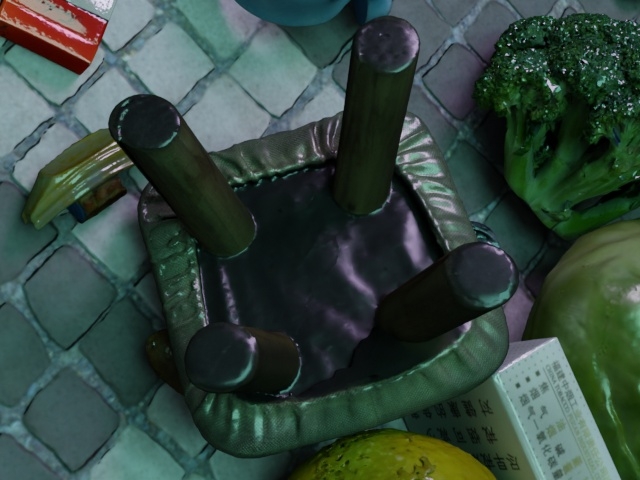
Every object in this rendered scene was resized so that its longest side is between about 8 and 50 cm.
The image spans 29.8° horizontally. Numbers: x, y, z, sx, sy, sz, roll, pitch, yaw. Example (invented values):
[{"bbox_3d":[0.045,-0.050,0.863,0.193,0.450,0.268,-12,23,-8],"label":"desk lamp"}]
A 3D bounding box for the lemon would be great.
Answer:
[{"bbox_3d":[0.077,0.315,1.127,0.258,0.258,0.310,-53,134,-23],"label":"lemon"}]

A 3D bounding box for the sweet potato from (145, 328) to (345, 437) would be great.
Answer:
[{"bbox_3d":[0.005,0.135,1.166,0.341,0.092,0.114,-2,98,-1],"label":"sweet potato"}]

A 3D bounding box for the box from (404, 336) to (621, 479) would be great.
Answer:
[{"bbox_3d":[0.216,0.271,1.231,0.095,0.210,0.330,-25,92,-26],"label":"box"}]

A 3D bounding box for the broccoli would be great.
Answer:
[{"bbox_3d":[0.313,-0.132,1.358,0.294,0.265,0.245,40,101,-8],"label":"broccoli"}]

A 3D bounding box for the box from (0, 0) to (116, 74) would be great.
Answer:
[{"bbox_3d":[-0.249,-0.254,1.183,0.100,0.048,0.152,24,74,-19],"label":"box"}]

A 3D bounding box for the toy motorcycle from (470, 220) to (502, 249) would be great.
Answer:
[{"bbox_3d":[0.042,0.048,1.251,0.296,0.109,0.198,16,87,-17],"label":"toy motorcycle"}]

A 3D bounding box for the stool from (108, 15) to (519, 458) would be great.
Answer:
[{"bbox_3d":[0.000,0.000,1.055,0.310,0.226,0.310,-18,70,-7],"label":"stool"}]

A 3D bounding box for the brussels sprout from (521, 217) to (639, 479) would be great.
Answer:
[{"bbox_3d":[0.369,0.136,1.306,0.328,0.247,0.328,-8,106,-30],"label":"brussels sprout"}]

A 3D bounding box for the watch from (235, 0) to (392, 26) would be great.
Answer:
[{"bbox_3d":[-0.012,-0.324,1.253,0.193,0.211,0.211,-4,83,-9],"label":"watch"}]

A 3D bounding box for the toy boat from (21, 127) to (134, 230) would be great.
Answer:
[{"bbox_3d":[-0.211,-0.064,1.160,0.172,0.065,0.066,-36,120,-26],"label":"toy boat"}]
